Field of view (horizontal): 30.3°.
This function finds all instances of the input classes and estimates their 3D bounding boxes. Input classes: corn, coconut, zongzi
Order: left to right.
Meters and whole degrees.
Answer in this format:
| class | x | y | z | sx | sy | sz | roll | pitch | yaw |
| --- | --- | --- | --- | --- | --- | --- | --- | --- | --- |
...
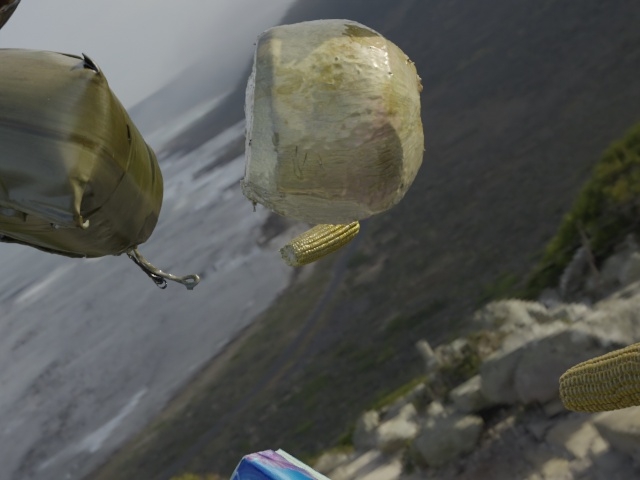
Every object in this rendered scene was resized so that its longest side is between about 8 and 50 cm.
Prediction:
| class | x | y | z | sx | sy | sz | roll | pitch | yaw |
| --- | --- | --- | --- | --- | --- | --- | --- | --- | --- |
| zongzi | -0.346 | -0.080 | 1.249 | 0.418 | 0.181 | 0.447 | 8 | -12 | 6 |
| corn | 0.000 | 0.000 | 2.260 | 0.165 | 0.063 | 0.085 | -28 | 20 | -32 |
| coconut | 0.020 | -0.163 | 1.665 | 0.254 | 0.297 | 0.297 | 4 | 7 | -9 |
| corn | 0.510 | 0.215 | 1.885 | 0.305 | 0.106 | 0.106 | -28 | 10 | 45 |

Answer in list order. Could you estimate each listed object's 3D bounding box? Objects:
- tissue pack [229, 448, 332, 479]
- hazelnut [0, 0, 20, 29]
| class | x | y | z | sx | sy | sz | roll | pitch | yaw |
| --- | --- | --- | --- | --- | --- | --- | --- | --- | --- |
| tissue pack | -0.017 | 0.441 | 1.659 | 0.198 | 0.263 | 0.146 | -65 | -24 | 5 |
| hazelnut | -0.549 | -0.398 | 1.766 | 0.233 | 0.218 | 0.218 | -20 | 12 | 9 |
